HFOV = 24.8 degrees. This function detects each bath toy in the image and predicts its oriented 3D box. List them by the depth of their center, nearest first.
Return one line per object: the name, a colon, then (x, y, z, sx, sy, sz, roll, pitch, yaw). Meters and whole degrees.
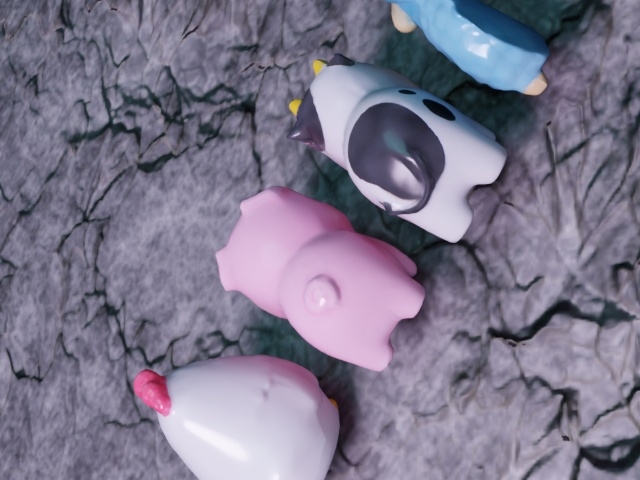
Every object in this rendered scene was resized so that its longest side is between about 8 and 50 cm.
bath toy: (0.000, 0.000, 0.895, 0.348, 0.129, 0.151, -62, 12, 7)
